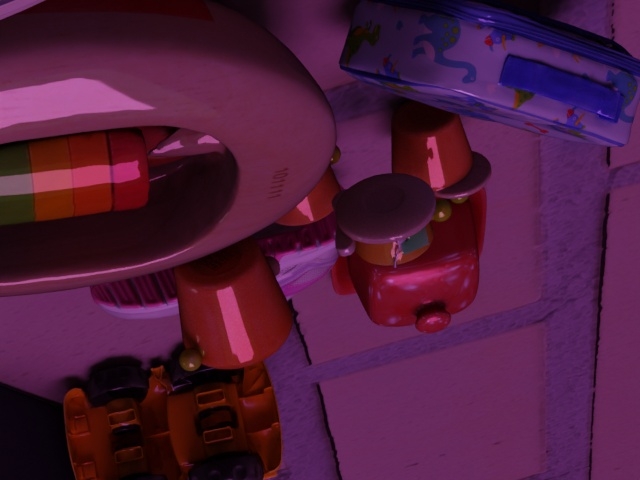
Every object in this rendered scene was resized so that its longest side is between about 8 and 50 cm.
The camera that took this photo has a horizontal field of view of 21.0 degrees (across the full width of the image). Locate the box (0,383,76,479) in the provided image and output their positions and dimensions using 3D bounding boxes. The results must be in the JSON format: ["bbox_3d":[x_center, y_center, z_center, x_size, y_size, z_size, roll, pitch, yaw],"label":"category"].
[{"bbox_3d":[-0.389,0.344,1.791,0.294,0.296,0.182,-30,146,21],"label":"box"}]

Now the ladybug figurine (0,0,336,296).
[{"bbox_3d":[-0.215,-0.085,1.304,0.449,0.162,0.305,-6,148,-17],"label":"ladybug figurine"}]

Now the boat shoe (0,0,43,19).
[{"bbox_3d":[-0.237,-0.227,1.024,0.500,0.187,0.156,-27,134,0],"label":"boat shoe"}]

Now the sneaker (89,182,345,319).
[{"bbox_3d":[-0.087,0.028,1.605,0.252,0.103,0.111,-13,148,-3],"label":"sneaker"}]

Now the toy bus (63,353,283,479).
[{"bbox_3d":[-0.152,0.215,1.863,0.220,0.149,0.211,-12,165,-3],"label":"toy bus"}]

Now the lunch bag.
[{"bbox_3d":[0.142,-0.139,1.375,0.219,0.176,0.090,13,96,-34],"label":"lunch bag"}]

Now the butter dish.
[{"bbox_3d":[0.097,0.036,1.687,0.159,0.118,0.160,-13,149,-6],"label":"butter dish"}]

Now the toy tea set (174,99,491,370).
[{"bbox_3d":[0.000,0.000,1.502,0.336,0.200,0.124,-18,130,-5],"label":"toy tea set"}]
